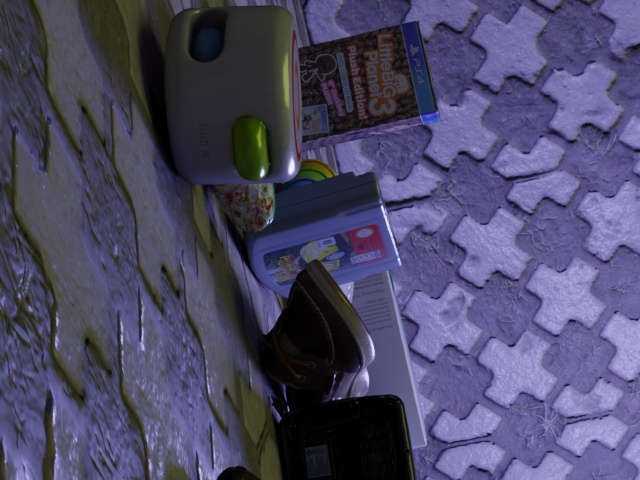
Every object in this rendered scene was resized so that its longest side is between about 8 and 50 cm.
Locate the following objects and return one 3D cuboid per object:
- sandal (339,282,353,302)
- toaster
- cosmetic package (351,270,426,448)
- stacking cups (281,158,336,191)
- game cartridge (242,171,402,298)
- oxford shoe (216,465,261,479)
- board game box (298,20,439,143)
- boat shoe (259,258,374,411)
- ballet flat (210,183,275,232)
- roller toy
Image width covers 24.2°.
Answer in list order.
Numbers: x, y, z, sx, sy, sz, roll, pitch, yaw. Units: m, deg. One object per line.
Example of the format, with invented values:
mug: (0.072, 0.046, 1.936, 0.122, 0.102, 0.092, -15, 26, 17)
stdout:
sandal: (-0.004, 0.154, 2.327, 0.102, 0.076, 0.265, -49, 149, -65)
toaster: (0.037, 0.288, 1.922, 0.110, 0.168, 0.186, 72, 9, -67)
cosmetic package: (0.069, 0.173, 2.557, 0.197, 0.155, 0.366, -83, 159, -81)
stacking cups: (-0.035, -0.057, 2.425, 0.316, 0.096, 0.096, -63, 140, -74)
game cartridge: (0.000, 0.000, 1.993, 0.294, 0.196, 0.060, 64, 15, -69)
oxford shoe: (-0.081, 0.250, 1.348, 0.096, 0.082, 0.227, 59, -2, 22)
board game box: (0.029, -0.227, 2.303, 0.232, 0.291, 0.141, -14, 92, -84)
boat shoe: (-0.013, 0.145, 1.926, 0.123, 0.123, 0.342, 54, -14, 22)
ballet flat: (-0.117, -0.122, 1.788, 0.077, 0.091, 0.241, 16, 52, -49)
roller toy: (-0.097, -0.156, 1.613, 0.209, 0.146, 0.191, 1, 88, -87)
